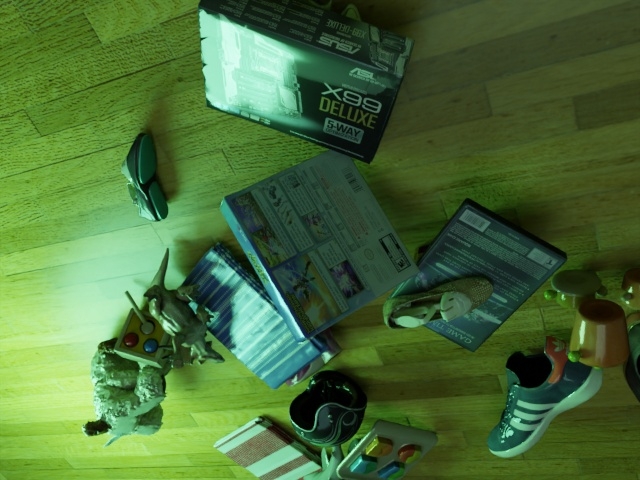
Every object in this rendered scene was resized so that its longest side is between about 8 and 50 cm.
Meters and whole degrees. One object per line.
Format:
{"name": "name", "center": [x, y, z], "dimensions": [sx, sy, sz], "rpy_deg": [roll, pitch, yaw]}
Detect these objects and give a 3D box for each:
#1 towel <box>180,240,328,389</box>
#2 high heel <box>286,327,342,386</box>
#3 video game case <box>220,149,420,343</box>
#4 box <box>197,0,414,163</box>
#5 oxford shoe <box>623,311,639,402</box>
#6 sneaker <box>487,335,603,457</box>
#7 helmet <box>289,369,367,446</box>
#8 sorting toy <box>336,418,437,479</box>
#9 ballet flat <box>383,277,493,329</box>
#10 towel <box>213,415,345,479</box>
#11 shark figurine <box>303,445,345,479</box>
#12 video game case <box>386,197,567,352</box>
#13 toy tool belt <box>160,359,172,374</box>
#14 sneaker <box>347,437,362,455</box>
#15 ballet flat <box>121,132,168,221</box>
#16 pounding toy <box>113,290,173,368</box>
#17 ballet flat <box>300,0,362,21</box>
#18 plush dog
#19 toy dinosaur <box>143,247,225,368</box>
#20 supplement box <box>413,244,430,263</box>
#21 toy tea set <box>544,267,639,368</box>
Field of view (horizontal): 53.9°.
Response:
{"name": "towel", "center": [-0.162, 0.178, 1.417], "dimensions": [0.336, 0.040, 0.243], "rpy_deg": [43, 132, -1]}
{"name": "high heel", "center": [-0.043, 0.258, 1.476], "dimensions": [0.117, 0.082, 0.244], "rpy_deg": [55, 144, 12]}
{"name": "video game case", "center": [0.000, 0.000, 1.076], "dimensions": [0.269, 0.244, 0.061], "rpy_deg": [59, 155, 7]}
{"name": "box", "center": [-0.030, -0.258, 0.988], "dimensions": [0.307, 0.076, 0.242], "rpy_deg": [20, 156, 1]}
{"name": "oxford shoe", "center": [0.651, 0.269, 1.243], "dimensions": [0.097, 0.098, 0.271], "rpy_deg": [-13, 122, 25]}
{"name": "sneaker", "center": [0.435, 0.328, 1.348], "dimensions": [0.148, 0.131, 0.350], "rpy_deg": [31, 124, 1]}
{"name": "helmet", "center": [0.016, 0.412, 1.505], "dimensions": [0.169, 0.169, 0.161], "rpy_deg": [29, 113, -7]}
{"name": "sorting toy", "center": [0.169, 0.545, 1.580], "dimensions": [0.193, 0.038, 0.208], "rpy_deg": [20, 117, -23]}
{"name": "ballet flat", "center": [0.205, 0.121, 1.111], "dimensions": [0.206, 0.067, 0.073], "rpy_deg": [-20, 116, 28]}
{"name": "towel", "center": [-0.116, 0.633, 1.801], "dimensions": [0.329, 0.037, 0.237], "rpy_deg": [39, 128, -14]}
{"name": "shark figurine", "center": [0.012, 0.593, 1.622], "dimensions": [0.166, 0.116, 0.278], "rpy_deg": [29, 128, 31]}
{"name": "video game case", "center": [0.266, 0.072, 1.116], "dimensions": [0.196, 0.026, 0.274], "rpy_deg": [29, 129, -4]}
{"name": "toy tool belt", "center": [-0.425, 0.336, 1.657], "dimensions": [0.051, 0.052, 0.083], "rpy_deg": [49, 132, 10]}
{"name": "sneaker", "center": [0.138, 0.622, 1.691], "dimensions": [0.130, 0.087, 0.227], "rpy_deg": [-6, 111, -7]}
{"name": "ballet flat", "center": [-0.361, -0.123, 1.260], "dimensions": [0.074, 0.074, 0.203], "rpy_deg": [6, 131, 12]}
{"name": "pounding toy", "center": [-0.423, 0.214, 1.511], "dimensions": [0.130, 0.141, 0.100], "rpy_deg": [15, 158, 5]}
{"name": "ballet flat", "center": [0.018, -0.347, 0.970], "dimensions": [0.213, 0.072, 0.068], "rpy_deg": [31, 119, -9]}
{"name": "plush dog", "center": [-0.521, 0.374, 1.612], "dimensions": [0.210, 0.225, 0.262], "rpy_deg": [-12, 142, -27]}
{"name": "toy dinosaur", "center": [-0.326, 0.175, 1.417], "dimensions": [0.296, 0.127, 0.200], "rpy_deg": [64, 158, -2]}
{"name": "supplement box", "center": [0.271, 0.050, 1.181], "dimensions": [0.188, 0.104, 0.081], "rpy_deg": [-17, 119, 27]}
{"name": "toy tea set", "center": [0.577, 0.139, 1.103], "dimensions": [0.336, 0.200, 0.124], "rpy_deg": [-4, 117, 13]}
